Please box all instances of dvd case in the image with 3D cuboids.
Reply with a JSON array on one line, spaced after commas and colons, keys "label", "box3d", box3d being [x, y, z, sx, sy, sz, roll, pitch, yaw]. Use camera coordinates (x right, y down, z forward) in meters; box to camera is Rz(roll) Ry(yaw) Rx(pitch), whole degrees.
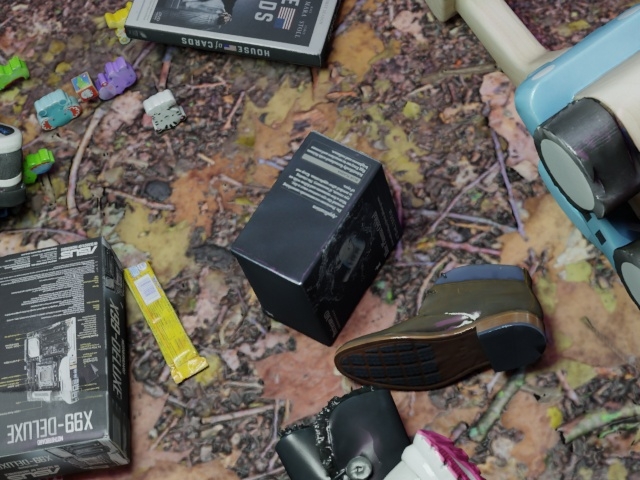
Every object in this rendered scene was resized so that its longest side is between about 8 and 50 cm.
[{"label": "dvd case", "box3d": [-0.094, -0.297, 1.802, 0.238, 0.030, 0.179, 9, 58, 10]}]

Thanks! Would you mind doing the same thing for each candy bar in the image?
[{"label": "candy bar", "box3d": [-0.173, 0.084, 1.650, 0.040, 0.018, 0.161, -28, 59, -6]}]

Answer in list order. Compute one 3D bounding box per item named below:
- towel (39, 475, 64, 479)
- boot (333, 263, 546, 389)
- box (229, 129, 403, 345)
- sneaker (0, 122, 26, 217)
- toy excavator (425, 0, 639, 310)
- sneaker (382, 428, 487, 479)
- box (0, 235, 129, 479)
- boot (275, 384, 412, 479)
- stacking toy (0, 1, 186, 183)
[{"label": "towel", "box3d": [-0.390, 0.262, 1.597, 0.237, 0.037, 0.329, -21, 59, 1]}, {"label": "boot", "box3d": [0.124, 0.088, 1.558, 0.219, 0.082, 0.106, -8, 39, 14]}, {"label": "box", "box3d": [0.000, 0.000, 1.574, 0.093, 0.156, 0.158, 26, 71, 24]}, {"label": "sneaker", "box3d": [-0.406, -0.086, 1.768, 0.079, 0.121, 0.217, -9, 21, -27]}, {"label": "toy excavator", "box3d": [0.276, -0.140, 1.563, 0.222, 0.445, 0.433, -35, 101, -8]}, {"label": "sneaker", "box3d": [0.132, 0.293, 1.326, 0.111, 0.103, 0.252, -42, 65, 12]}, {"label": "box", "box3d": [-0.360, 0.139, 1.600, 0.307, 0.076, 0.242, -11, 58, 5]}, {"label": "boot", "box3d": [0.093, 0.227, 1.462, 0.246, 0.094, 0.207, -25, 63, 7]}, {"label": "stacking toy", "box3d": [-0.281, -0.173, 1.802, 0.221, 0.052, 0.167, -26, 57, 1]}]
